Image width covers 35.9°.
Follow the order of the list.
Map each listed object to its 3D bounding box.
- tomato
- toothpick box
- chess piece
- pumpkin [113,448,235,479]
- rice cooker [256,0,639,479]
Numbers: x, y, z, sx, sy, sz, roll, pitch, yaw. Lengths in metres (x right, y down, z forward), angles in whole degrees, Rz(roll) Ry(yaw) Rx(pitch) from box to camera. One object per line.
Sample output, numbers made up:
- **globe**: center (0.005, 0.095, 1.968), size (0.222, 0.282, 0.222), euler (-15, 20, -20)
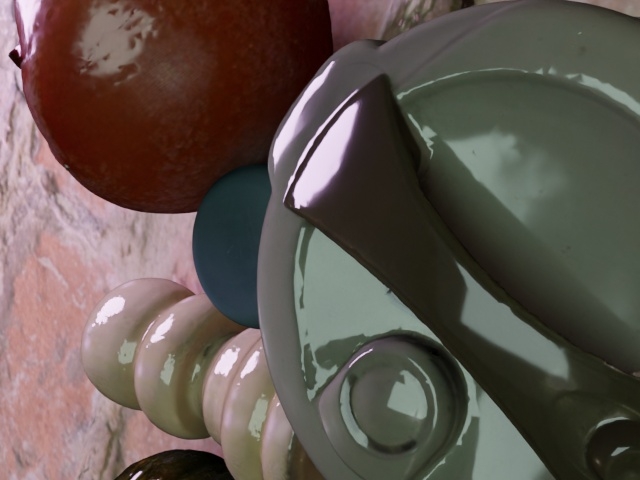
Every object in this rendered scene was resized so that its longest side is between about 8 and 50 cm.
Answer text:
- **tomato**: center (-0.109, -0.159, 0.794), size (0.265, 0.265, 0.265), euler (1, 92, 32)
- **toothpick box**: center (0.000, 0.000, 0.773), size (0.120, 0.184, 0.120), euler (3, 95, 36)
- **chess piece**: center (-0.085, 0.111, 0.852), size (0.299, 0.167, 0.167), euler (17, 101, 35)
- **pumpkin**: center (-0.111, 0.292, 0.867), size (0.223, 0.157, 0.224), euler (14, 110, 43)
- **rice cooker**: center (0.146, 0.019, 0.598), size (0.335, 0.325, 0.335), euler (1, 93, 32)
